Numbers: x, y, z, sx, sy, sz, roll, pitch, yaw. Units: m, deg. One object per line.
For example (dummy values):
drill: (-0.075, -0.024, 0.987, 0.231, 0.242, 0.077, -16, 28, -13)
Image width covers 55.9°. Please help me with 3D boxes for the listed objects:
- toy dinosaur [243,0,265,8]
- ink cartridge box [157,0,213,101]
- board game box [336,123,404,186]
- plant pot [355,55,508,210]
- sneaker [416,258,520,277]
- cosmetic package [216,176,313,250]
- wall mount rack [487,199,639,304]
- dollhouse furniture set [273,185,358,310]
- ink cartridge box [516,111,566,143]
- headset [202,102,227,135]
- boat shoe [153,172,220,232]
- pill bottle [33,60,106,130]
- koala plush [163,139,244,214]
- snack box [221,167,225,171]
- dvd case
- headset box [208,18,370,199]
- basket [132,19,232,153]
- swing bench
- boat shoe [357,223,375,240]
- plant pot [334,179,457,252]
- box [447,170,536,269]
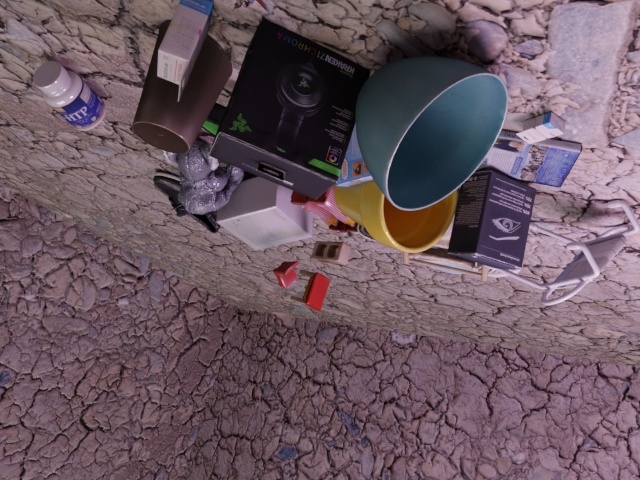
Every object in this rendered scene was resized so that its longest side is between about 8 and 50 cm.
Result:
toy dinosaur: (-0.118, -0.456, 1.076, 0.090, 0.047, 0.082, -11, 174, -41)
ink cartridge box: (-0.271, -0.377, 1.178, 0.061, 0.181, 0.104, 20, 161, -10)
board game box: (0.111, -0.216, 1.350, 0.039, 0.160, 0.211, 4, 172, -37)
plant pot: (0.179, -0.230, 1.144, 0.195, 0.290, 0.290, 48, 180, 33)
sneaker: (0.469, 0.047, 1.885, 0.366, 0.135, 0.150, 13, 171, 39)
cosmetic package: (-0.172, -0.089, 1.924, 0.224, 0.138, 0.224, -14, 149, 25)
wall mount rack: (0.598, 0.022, 1.499, 0.130, 0.350, 0.304, 57, 150, -4)
dollhouse furniture set: (0.000, 0.000, 1.748, 0.152, 0.374, 0.201, 4, 160, 46)
ink cartridge box: (0.447, -0.228, 1.227, 0.048, 0.028, 0.083, 27, 159, -27)
headset: (-0.124, -0.257, 1.502, 0.394, 0.185, 0.243, 28, 177, -2)
boat shoe: (-0.481, -0.128, 2.201, 0.127, 0.113, 0.340, 3, 158, 36)
pill bottle: (-0.671, -0.387, 1.613, 0.112, 0.112, 0.187, 10, 161, 19)
koala plush: (-0.354, -0.209, 1.772, 0.196, 0.203, 0.221, 12, 150, 11)
snack box: (-0.307, -0.146, 2.080, 0.187, 0.060, 0.322, 3, 157, 33)
dvd case: (0.437, -0.189, 1.364, 0.253, 0.022, 0.180, 13, 162, 12)
headset box: (-0.064, -0.248, 1.213, 0.246, 0.283, 0.131, 22, 161, -15)
basket: (-0.307, -0.319, 1.310, 0.154, 0.227, 0.204, 8, 159, 25)
swing bench: (0.356, -0.024, 1.691, 0.253, 0.165, 0.255, 11, 162, 20)
boat shoe: (0.197, -0.025, 1.605, 0.219, 0.078, 0.070, 6, -164, 21)
plant pot: (0.168, -0.114, 1.502, 0.254, 0.254, 0.239, 31, 171, -37)
box: (0.414, -0.046, 1.460, 0.153, 0.207, 0.108, 18, 172, -26)
